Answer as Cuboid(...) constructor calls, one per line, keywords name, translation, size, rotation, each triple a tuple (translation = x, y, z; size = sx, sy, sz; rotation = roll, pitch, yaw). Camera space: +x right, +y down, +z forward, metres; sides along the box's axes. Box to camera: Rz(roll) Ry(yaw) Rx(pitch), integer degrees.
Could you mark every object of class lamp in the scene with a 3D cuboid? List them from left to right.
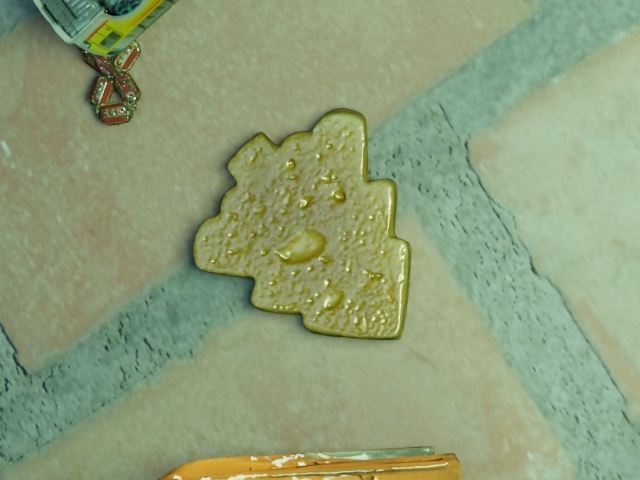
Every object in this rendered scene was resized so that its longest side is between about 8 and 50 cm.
Cuboid(name="lamp", translation=(-0.204, -0.153, 1.722), size=(0.063, 0.031, 0.083), rotation=(-4, 88, 15))

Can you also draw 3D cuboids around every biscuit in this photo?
Cuboid(name="biscuit", translation=(0.000, 0.000, 1.647), size=(0.212, 0.041, 0.238), rotation=(-41, 77, 6))

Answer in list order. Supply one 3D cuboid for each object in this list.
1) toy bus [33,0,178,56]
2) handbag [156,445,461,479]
Cuboid(name="toy bus", translation=(-0.143, -0.285, 1.662), size=(0.268, 0.106, 0.092), rotation=(-41, 69, 7))
Cuboid(name="handbag", translation=(-0.006, 0.393, 1.548), size=(0.304, 0.116, 0.410), rotation=(-2, 87, -12))
